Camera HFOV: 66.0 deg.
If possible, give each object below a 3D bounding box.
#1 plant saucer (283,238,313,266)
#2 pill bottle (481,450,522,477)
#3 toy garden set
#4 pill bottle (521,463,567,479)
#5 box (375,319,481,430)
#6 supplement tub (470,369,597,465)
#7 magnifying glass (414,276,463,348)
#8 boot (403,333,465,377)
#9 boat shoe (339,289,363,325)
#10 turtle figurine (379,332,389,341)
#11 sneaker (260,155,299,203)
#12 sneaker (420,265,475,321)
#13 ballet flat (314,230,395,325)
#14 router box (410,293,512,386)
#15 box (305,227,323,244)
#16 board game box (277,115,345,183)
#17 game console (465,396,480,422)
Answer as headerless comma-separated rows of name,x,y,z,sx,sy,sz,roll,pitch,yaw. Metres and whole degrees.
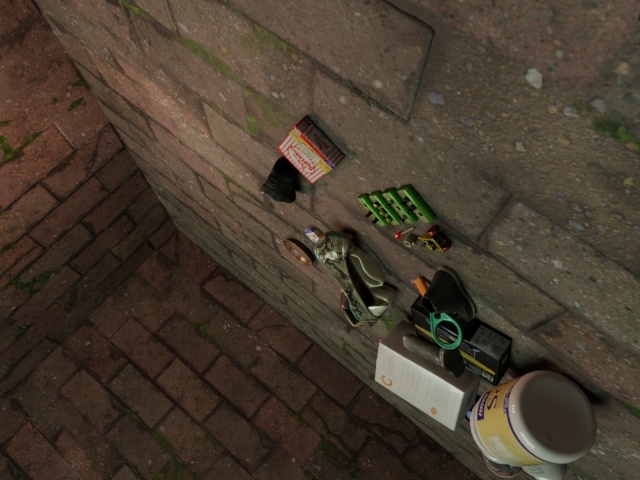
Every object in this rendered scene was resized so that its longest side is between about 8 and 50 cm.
plant saucer,-0.093,0.047,2.156,0.168,0.029,0.168,37,161,15
pill bottle,0.750,0.847,2.034,0.176,0.176,0.318,26,156,39
toy garden set,0.210,-0.043,1.288,0.204,0.049,0.244,47,161,-16
pill bottle,0.773,0.751,1.790,0.283,0.160,0.160,50,161,-24
box,0.392,0.486,1.808,0.345,0.168,0.215,26,132,32
supplement tub,0.602,0.529,1.444,0.241,0.241,0.331,38,154,10
magnifying glass,0.350,0.217,1.485,0.092,0.026,0.231,-37,70,32
boot,0.362,0.358,1.628,0.208,0.076,0.190,34,161,45
boat shoe,0.145,0.288,1.993,0.123,0.123,0.342,8,157,18
turtle figurine,0.318,0.520,2.258,0.217,0.087,0.269,83,167,-45
sneaker,-0.108,-0.191,1.570,0.087,0.130,0.227,33,-172,12
sneaker,0.356,0.184,1.400,0.083,0.118,0.222,16,149,53
ballet flat,0.155,0.153,1.726,0.182,0.164,0.483,-2,136,36
router box,0.446,0.314,1.578,0.309,0.081,0.243,30,159,31
box,0.000,0.000,1.860,0.136,0.028,0.081,49,161,-14
board game box,-0.030,-0.239,1.335,0.147,0.045,0.193,44,162,-8
game console,0.677,0.749,2.177,0.213,0.044,0.361,26,157,41
